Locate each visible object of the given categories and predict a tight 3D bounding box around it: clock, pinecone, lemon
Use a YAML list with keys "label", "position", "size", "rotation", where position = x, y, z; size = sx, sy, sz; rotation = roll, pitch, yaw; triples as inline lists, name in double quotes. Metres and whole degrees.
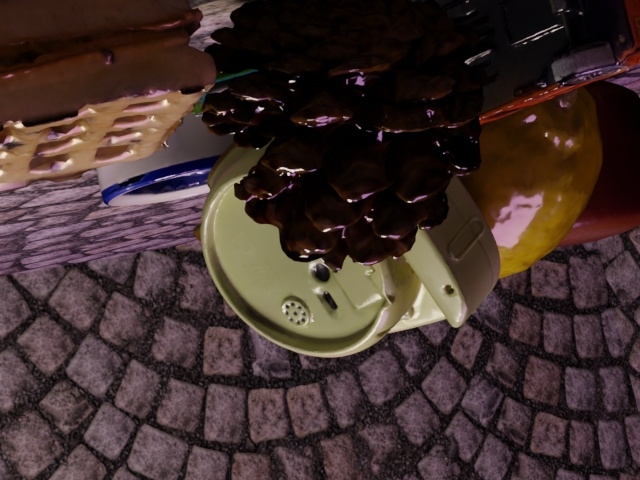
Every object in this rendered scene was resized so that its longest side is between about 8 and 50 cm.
- label: "clock"
  position: [-0.155, -0.103, 1.985]
  size: [0.230, 0.083, 0.230]
  rotation: [-15, 175, -1]
- label: "pinecone"
  position: [0.029, -0.104, 1.390]
  size: [0.243, 0.257, 0.243]
  rotation: [-23, -149, 15]
- label: "clock"
  position: [0.000, 0.000, 1.806]
  size: [0.348, 0.286, 0.117]
  rotation: [-27, -167, 42]
- label: "lemon"
  position: [0.180, -0.088, 1.885]
  size: [0.285, 0.285, 0.316]
  rotation: [-11, -163, -28]

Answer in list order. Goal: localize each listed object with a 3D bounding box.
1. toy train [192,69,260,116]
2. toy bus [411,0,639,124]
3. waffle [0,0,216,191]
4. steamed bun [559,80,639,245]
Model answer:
- label: "toy train"
  position: [-0.030, -0.173, 1.631]
  size: [0.209, 0.042, 0.044]
  rotation: [-14, -151, 12]
- label: "toy bus"
  position: [0.175, -0.183, 1.486]
  size: [0.153, 0.143, 0.329]
  rotation: [-11, 174, -40]
- label: "waffle"
  position: [-0.285, -0.103, 1.289]
  size: [0.376, 0.114, 0.261]
  rotation: [-11, 176, -20]
- label: "steamed bun"
  position: [0.348, -0.110, 2.376]
  size: [0.248, 0.235, 0.379]
  rotation: [-9, 178, 38]
